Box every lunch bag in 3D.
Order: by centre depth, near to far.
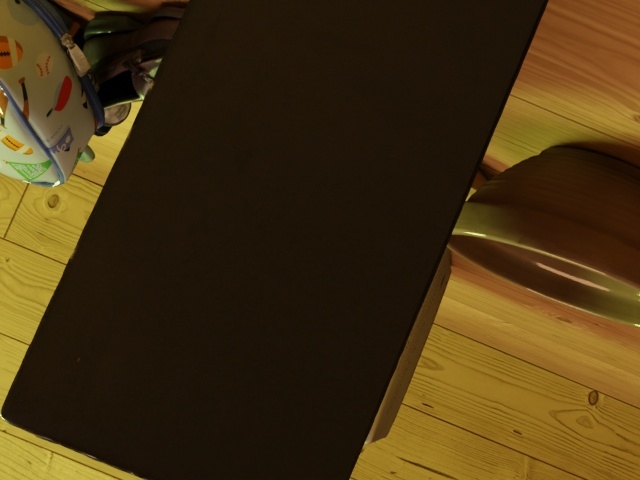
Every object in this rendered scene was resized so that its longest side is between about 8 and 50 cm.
[{"bbox_3d":[-0.351,-0.179,0.989,0.303,0.115,0.243,20,156,17],"label":"lunch bag"}]

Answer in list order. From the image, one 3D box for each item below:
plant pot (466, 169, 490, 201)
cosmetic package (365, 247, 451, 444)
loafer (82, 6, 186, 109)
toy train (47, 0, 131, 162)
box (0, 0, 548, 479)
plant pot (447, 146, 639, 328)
[{"bbox_3d":[0.091,-0.082,1.154,0.236,0.032,0.236,23,173,3],"label":"plant pot"},{"bbox_3d":[0.002,0.106,1.662,0.327,0.329,0.394,21,174,10],"label":"cosmetic package"},{"bbox_3d":[-0.154,-0.163,1.032,0.109,0.095,0.302,27,172,-37],"label":"loafer"},{"bbox_3d":[-0.355,-0.204,1.268,0.334,0.142,0.190,17,160,50],"label":"toy train"},{"bbox_3d":[-0.032,-0.023,0.684,0.179,0.343,0.312,24,173,-6],"label":"box"},{"bbox_3d":[0.233,-0.009,0.926,0.237,0.110,0.237,23,174,3],"label":"plant pot"}]
